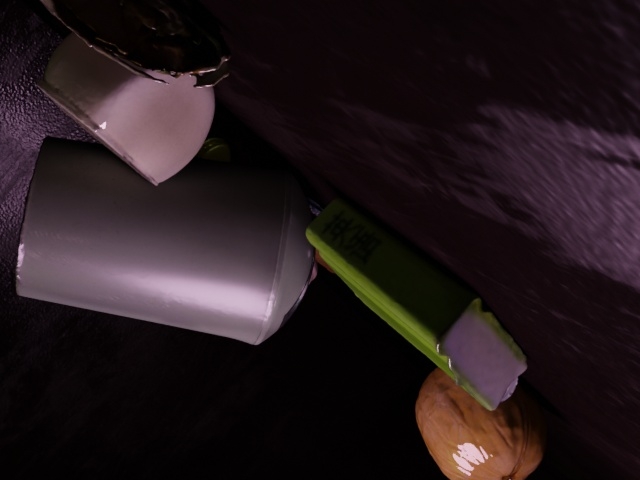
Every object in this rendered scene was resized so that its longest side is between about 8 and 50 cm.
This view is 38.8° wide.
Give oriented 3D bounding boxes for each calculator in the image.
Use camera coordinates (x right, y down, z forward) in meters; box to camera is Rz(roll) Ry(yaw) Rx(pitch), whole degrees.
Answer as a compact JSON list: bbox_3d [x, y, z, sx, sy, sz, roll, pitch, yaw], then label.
[{"bbox_3d":[-0.006,-0.054,1.509,0.172,0.018,0.057,37,175,41],"label":"calculator"}]

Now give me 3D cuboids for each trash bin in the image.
[{"bbox_3d":[-0.222,-0.001,1.396,0.432,0.280,0.280,10,-178,-10],"label":"trash bin"}]

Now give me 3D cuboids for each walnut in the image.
[{"bbox_3d":[0.255,0.291,1.457,0.195,0.195,0.221,45,-175,-41],"label":"walnut"}]

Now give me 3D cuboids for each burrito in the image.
[{"bbox_3d":[-0.238,-0.265,0.907,0.175,0.107,0.348,26,-169,-48],"label":"burrito"}]

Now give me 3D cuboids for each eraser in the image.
[{"bbox_3d":[0.122,0.079,1.181,0.274,0.092,0.210,40,175,43],"label":"eraser"}]

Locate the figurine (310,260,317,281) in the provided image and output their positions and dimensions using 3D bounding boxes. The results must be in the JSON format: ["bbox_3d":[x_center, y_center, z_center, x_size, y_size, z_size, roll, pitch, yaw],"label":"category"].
[{"bbox_3d":[-0.149,-0.026,1.869,0.361,0.253,0.211,49,-146,-20],"label":"figurine"}]

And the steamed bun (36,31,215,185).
[{"bbox_3d":[-0.239,-0.192,1.202,0.146,0.164,0.241,39,174,20],"label":"steamed bun"}]

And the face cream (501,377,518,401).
[{"bbox_3d":[0.198,0.158,1.423,0.107,0.073,0.269,54,172,-32],"label":"face cream"}]

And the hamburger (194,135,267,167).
[{"bbox_3d":[-0.161,-0.092,1.617,0.137,0.175,0.175,28,-174,-41],"label":"hamburger"}]

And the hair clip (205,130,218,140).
[{"bbox_3d":[-0.288,-0.236,1.634,0.091,0.138,0.321,-17,131,39],"label":"hair clip"}]

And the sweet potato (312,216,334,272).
[{"bbox_3d":[0.002,0.006,1.808,0.255,0.058,0.078,53,-170,-49],"label":"sweet potato"}]
